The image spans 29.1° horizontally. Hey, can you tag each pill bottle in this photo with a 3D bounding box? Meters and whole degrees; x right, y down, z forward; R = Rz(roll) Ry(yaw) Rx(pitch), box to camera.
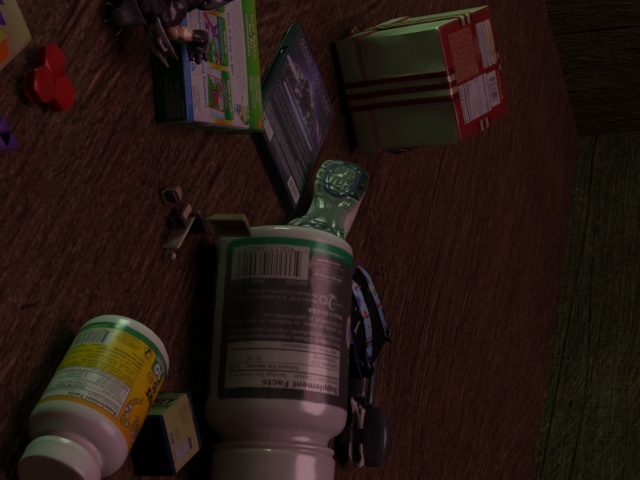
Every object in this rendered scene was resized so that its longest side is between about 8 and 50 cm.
[{"bbox_3d":[-0.258,0.193,1.390,0.208,0.117,0.118,-68,146,-47],"label":"pill bottle"},{"bbox_3d":[-0.060,0.175,1.752,0.204,0.204,0.361,34,56,-62],"label":"pill bottle"}]

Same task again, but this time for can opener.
[{"bbox_3d":[0.093,0.274,2.233,0.076,0.095,0.283,49,42,-56],"label":"can opener"}]

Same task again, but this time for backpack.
[{"bbox_3d":[0.041,0.133,2.107,0.158,0.116,0.173,-54,135,-57],"label":"backpack"}]

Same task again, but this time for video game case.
[{"bbox_3d":[-0.046,-0.211,2.082,0.274,0.026,0.196,-71,148,-45],"label":"video game case"}]

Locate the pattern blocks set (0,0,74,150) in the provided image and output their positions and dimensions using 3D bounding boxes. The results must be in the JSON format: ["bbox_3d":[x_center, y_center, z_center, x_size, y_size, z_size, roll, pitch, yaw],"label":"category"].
[{"bbox_3d":[-0.376,-0.250,1.303,0.285,0.026,0.325,-54,135,-57],"label":"pattern blocks set"}]

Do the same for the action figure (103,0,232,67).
[{"bbox_3d":[-0.159,-0.333,1.629,0.285,0.099,0.185,-27,108,-24],"label":"action figure"}]

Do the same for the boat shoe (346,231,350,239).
[{"bbox_3d":[0.026,-0.021,2.189,0.152,0.056,0.049,-63,148,-35],"label":"boat shoe"}]

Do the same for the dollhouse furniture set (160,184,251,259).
[{"bbox_3d":[-0.161,-0.018,1.665,0.081,0.114,0.091,-65,146,-42],"label":"dollhouse furniture set"}]

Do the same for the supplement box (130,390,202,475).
[{"bbox_3d":[-0.202,0.248,1.588,0.083,0.056,0.083,-40,122,-62],"label":"supplement box"}]

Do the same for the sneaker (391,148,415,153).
[{"bbox_3d":[0.178,-0.223,2.589,0.170,0.068,0.071,-21,90,-75],"label":"sneaker"}]

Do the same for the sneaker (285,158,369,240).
[{"bbox_3d":[0.000,0.000,2.051,0.297,0.111,0.129,-57,166,-38],"label":"sneaker"}]

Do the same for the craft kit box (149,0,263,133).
[{"bbox_3d":[-0.163,-0.285,1.783,0.246,0.061,0.250,-2,88,-65],"label":"craft kit box"}]

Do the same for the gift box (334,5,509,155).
[{"bbox_3d":[0.195,-0.301,2.360,0.276,0.258,0.255,-25,109,-54],"label":"gift box"}]
